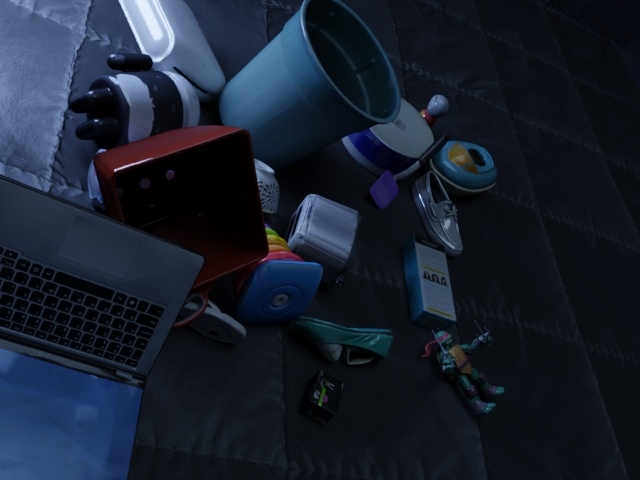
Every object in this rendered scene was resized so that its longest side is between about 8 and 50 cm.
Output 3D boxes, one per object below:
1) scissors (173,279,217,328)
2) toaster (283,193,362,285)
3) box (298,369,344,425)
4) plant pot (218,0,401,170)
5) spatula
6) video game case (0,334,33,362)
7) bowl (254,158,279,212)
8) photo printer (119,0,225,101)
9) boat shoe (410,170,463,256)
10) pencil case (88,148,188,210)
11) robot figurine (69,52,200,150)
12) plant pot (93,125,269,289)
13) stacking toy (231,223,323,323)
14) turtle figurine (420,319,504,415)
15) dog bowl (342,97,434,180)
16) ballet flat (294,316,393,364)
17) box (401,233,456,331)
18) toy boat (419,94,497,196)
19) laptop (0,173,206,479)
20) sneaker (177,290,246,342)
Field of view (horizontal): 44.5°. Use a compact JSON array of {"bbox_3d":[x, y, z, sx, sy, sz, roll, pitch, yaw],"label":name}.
[{"bbox_3d":[-0.204,0.069,1.521,0.297,0.021,0.109,-31,71,-35],"label":"scissors"},{"bbox_3d":[0.000,0.000,1.796,0.146,0.129,0.227,26,45,-12],"label":"toaster"},{"bbox_3d":[0.002,0.316,1.573,0.062,0.052,0.083,32,40,-11],"label":"box"},{"bbox_3d":[-0.044,-0.352,1.870,0.341,0.334,0.341,33,42,-37],"label":"plant pot"},{"bbox_3d":[0.248,-0.197,2.119,0.296,0.030,0.084,-40,123,-14],"label":"spatula"},{"bbox_3d":[-0.559,0.156,1.302,0.119,0.015,0.166,47,41,6],"label":"video game case"},{"bbox_3d":[-0.155,-0.139,1.777,0.170,0.080,0.170,28,13,-7],"label":"bowl"},{"bbox_3d":[-0.356,-0.486,1.892,0.307,0.107,0.256,63,14,24],"label":"photo printer"},{"bbox_3d":[0.330,-0.077,2.152,0.095,0.084,0.258,-3,57,-40],"label":"boat shoe"},{"bbox_3d":[-0.346,-0.119,1.640,0.273,0.113,0.124,3,98,-38],"label":"pencil case"},{"bbox_3d":[-0.397,-0.280,1.700,0.278,0.209,0.173,-16,45,-44],"label":"robot figurine"},{"bbox_3d":[-0.287,-0.076,1.473,0.267,0.267,0.236,-24,32,-28],"label":"plant pot"},{"bbox_3d":[-0.137,0.020,1.670,0.166,0.175,0.302,4,41,-34],"label":"stacking toy"},{"bbox_3d":[0.332,0.281,1.814,0.175,0.118,0.234,-35,95,-34],"label":"turtle figurine"},{"bbox_3d":[0.190,-0.303,2.227,0.265,0.104,0.265,22,44,-22],"label":"dog bowl"},{"bbox_3d":[0.052,0.220,1.675,0.247,0.083,0.087,13,81,-31],"label":"ballet flat"},{"bbox_3d":[0.269,0.105,1.962,0.100,0.060,0.244,20,45,-24],"label":"box"},{"bbox_3d":[0.391,-0.278,2.329,0.267,0.148,0.318,-12,63,-43],"label":"toy boat"},{"bbox_3d":[-0.417,0.171,1.223,0.382,0.408,0.236,23,12,-25],"label":"laptop"},{"bbox_3d":[-0.234,0.111,1.545,0.217,0.079,0.121,26,45,-15],"label":"sneaker"}]
